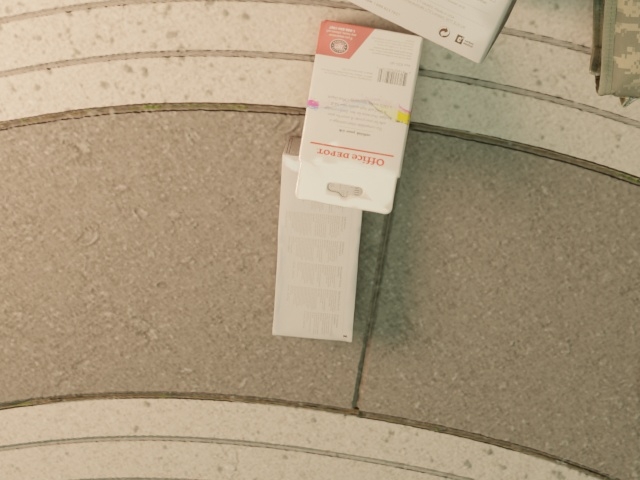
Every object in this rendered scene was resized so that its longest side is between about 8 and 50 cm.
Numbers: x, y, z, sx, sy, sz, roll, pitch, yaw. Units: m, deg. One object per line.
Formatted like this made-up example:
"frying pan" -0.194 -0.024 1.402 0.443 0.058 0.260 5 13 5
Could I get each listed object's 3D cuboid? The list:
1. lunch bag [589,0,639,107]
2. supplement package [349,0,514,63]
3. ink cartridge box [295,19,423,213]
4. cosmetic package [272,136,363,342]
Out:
"lunch bag" 0.402 -0.280 1.723 0.235 0.169 0.287 1 113 4
"supplement package" 0.158 -0.362 1.687 0.175 0.177 0.293 26 116 4
"ink cartridge box" 0.041 -0.135 1.848 0.115 0.067 0.198 10 92 1
"cosmetic package" 0.000 0.000 1.965 0.099 0.060 0.239 7 117 4
